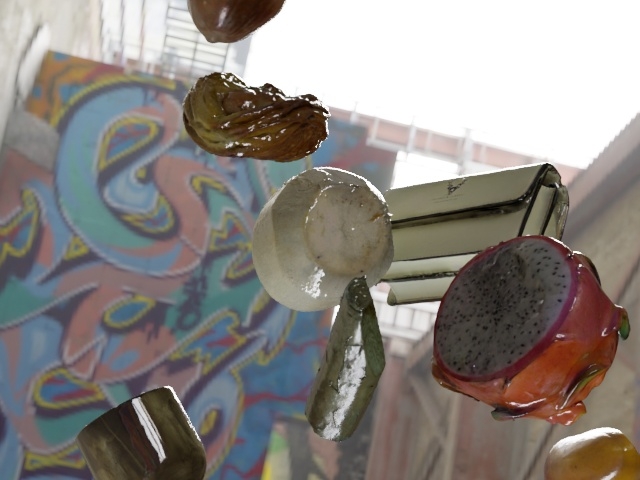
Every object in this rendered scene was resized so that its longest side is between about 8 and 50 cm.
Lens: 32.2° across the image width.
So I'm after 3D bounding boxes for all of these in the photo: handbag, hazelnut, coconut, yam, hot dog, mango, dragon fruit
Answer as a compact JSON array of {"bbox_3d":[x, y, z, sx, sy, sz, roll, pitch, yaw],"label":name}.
[{"bbox_3d":[0.266,-0.021,2.081,0.358,0.160,0.236,-7,-137,39],"label":"handbag"},{"bbox_3d":[-0.144,-0.426,1.848,0.214,0.176,0.214,-58,167,-22],"label":"hazelnut"},{"bbox_3d":[0.000,0.000,1.953,0.247,0.245,0.245,153,-49,-66],"label":"coconut"},{"bbox_3d":[0.049,0.181,1.689,0.106,0.106,0.259,-86,-168,-56],"label":"yam"},{"bbox_3d":[-0.095,-0.175,1.611,0.272,0.196,0.122,-1,105,-73],"label":"hot dog"},{"bbox_3d":[0.645,0.535,2.585,0.199,0.201,0.350,-57,175,-20],"label":"mango"},{"bbox_3d":[0.326,0.143,1.658,0.290,0.189,0.290,-36,-145,30],"label":"dragon fruit"}]

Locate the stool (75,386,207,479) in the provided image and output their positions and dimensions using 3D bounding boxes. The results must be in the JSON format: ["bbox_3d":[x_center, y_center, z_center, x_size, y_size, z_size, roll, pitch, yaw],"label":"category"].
[{"bbox_3d":[-0.255,0.389,1.770,0.264,0.179,0.179,60,-20,14],"label":"stool"}]
